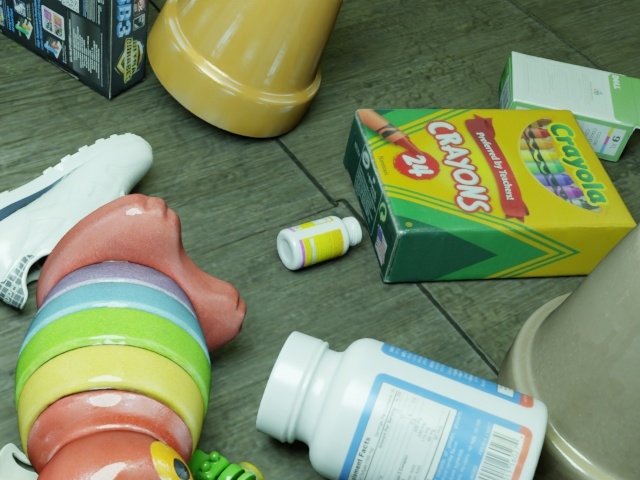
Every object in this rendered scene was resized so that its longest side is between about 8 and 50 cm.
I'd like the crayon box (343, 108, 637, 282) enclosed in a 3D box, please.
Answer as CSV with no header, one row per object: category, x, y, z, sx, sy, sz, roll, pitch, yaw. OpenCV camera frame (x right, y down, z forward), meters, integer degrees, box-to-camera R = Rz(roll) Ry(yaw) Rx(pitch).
crayon box,0.204,-0.056,1.118,0.318,0.081,0.202,-2,45,-15

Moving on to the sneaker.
sneaker,-0.243,-0.021,0.995,0.095,0.090,0.235,41,53,10

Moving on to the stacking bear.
stacking bear,-0.154,0.130,0.768,0.164,0.175,0.289,-26,35,12

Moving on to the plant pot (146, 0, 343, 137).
plant pot,-0.068,-0.255,1.143,0.205,0.188,0.205,20,42,-20

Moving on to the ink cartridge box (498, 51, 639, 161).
ink cartridge box,0.332,-0.164,1.269,0.209,0.062,0.109,11,44,-1

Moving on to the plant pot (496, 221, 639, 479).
plant pot,0.307,0.095,0.881,0.263,0.229,0.263,5,45,-5

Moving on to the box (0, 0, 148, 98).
box,-0.323,-0.352,1.150,0.293,0.296,0.073,32,47,21

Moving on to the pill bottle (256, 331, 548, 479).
pill bottle,0.065,0.155,0.841,0.221,0.124,0.124,20,44,8

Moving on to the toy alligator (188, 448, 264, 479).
toy alligator,-0.077,0.197,0.817,0.189,0.051,0.056,32,47,20

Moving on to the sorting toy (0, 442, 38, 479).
sorting toy,-0.230,0.193,0.798,0.083,0.045,0.075,22,26,-17

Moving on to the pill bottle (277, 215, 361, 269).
pill bottle,0.000,0.000,1.042,0.083,0.043,0.043,-16,51,-27
